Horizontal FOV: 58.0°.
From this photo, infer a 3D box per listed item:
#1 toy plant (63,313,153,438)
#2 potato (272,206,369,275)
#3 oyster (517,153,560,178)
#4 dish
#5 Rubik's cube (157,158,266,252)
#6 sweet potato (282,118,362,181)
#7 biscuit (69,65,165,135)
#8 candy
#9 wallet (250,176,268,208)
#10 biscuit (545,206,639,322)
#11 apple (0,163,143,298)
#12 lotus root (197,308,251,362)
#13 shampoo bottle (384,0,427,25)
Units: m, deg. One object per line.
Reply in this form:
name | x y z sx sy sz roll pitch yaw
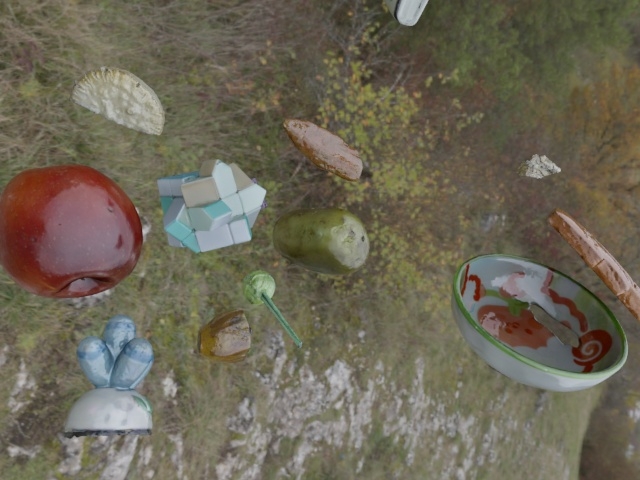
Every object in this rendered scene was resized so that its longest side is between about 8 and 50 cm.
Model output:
toy plant | -0.567 0.370 1.590 0.247 0.247 0.332 27 58 -55
potato | 0.000 0.000 1.605 0.210 0.307 0.173 42 63 -50
oyster | 0.415 -0.138 1.088 0.083 0.080 0.038 -46 147 -62
dish | 0.385 0.170 1.084 0.324 0.324 0.124 -36 150 -49
Rubik's cube | -0.276 -0.090 1.441 0.265 0.213 0.224 -22 110 -44
sweet potato | 0.009 -0.226 1.407 0.251 0.097 0.097 32 66 -29
biscuit | -0.590 -0.419 1.684 0.084 0.281 0.179 -79 -169 -47
candy | -0.123 0.181 1.514 0.093 0.335 0.092 -32 127 -9
wallet | -0.269 -0.130 1.923 0.165 0.030 0.111 -26 89 -11
biscuit | 0.533 0.026 1.121 0.306 0.043 0.284 35 24 -32
apple | -0.400 -0.013 0.924 0.218 0.218 0.201 -1 74 -57
lotus root | -0.362 0.344 2.100 0.179 0.199 0.188 -4 141 -23
shampoo bottle | 0.131 -0.533 1.093 0.071 0.284 0.153 5 127 -27
